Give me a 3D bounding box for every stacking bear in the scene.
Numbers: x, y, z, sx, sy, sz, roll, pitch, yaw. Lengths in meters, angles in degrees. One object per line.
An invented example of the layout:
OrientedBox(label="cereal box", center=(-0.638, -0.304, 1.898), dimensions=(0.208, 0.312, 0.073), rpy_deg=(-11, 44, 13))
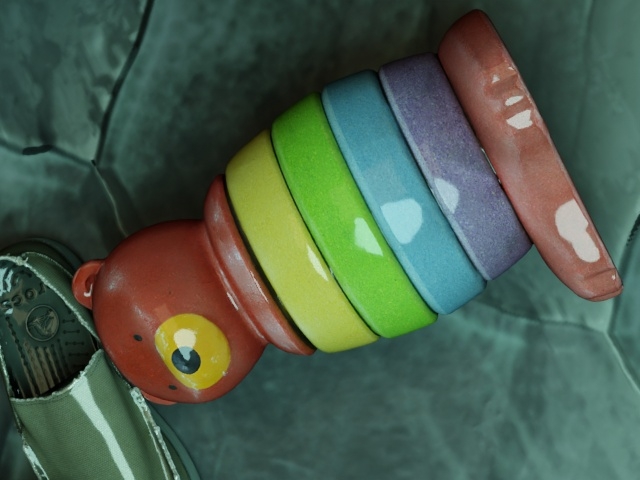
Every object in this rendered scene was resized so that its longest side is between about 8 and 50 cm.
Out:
OrientedBox(label="stacking bear", center=(0.000, 0.000, 0.957), dimensions=(0.289, 0.164, 0.175), rpy_deg=(-27, 119, 7))

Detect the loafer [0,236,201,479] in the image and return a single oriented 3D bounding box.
OrientedBox(label="loafer", center=(-0.153, 0.110, 1.012), dimensions=(0.094, 0.087, 0.251), rpy_deg=(-32, 77, 6))
